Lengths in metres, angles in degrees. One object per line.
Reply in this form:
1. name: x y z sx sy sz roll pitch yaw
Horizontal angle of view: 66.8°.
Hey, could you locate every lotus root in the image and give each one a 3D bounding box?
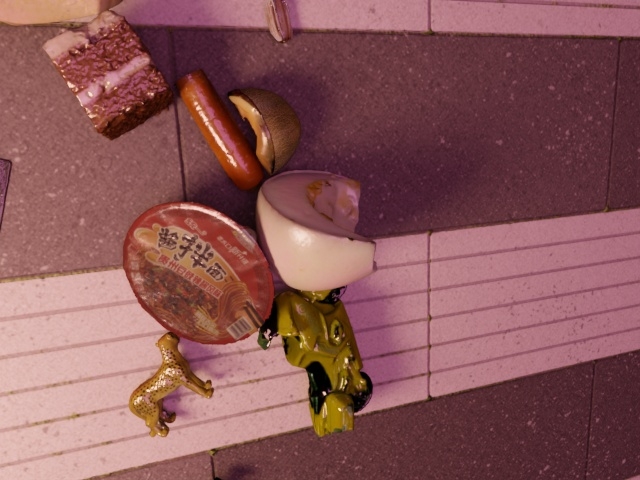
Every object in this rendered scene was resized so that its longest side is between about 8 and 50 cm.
1. lotus root: -0.074 -0.392 0.854 0.037 0.030 0.084 -30 115 -44

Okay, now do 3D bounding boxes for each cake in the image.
1. cake: -0.320 -0.253 0.749 0.135 0.134 0.147 -36 100 -9

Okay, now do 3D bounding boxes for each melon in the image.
1. melon: -0.080 -0.210 0.847 0.128 0.079 0.160 -33 97 -37

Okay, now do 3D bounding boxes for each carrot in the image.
1. carrot: -0.169 -0.183 0.844 0.067 0.067 0.225 -34 107 -10

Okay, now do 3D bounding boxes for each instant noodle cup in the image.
1. instant noodle cup: -0.195 0.046 0.839 0.273 0.091 0.274 5 115 12

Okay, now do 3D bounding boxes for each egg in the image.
1. egg: -0.019 -0.005 0.849 0.206 0.271 0.162 6 118 -16

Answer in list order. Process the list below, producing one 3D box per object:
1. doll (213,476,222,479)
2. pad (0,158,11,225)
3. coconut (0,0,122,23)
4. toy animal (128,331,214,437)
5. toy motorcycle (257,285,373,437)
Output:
1. doll: -0.269 0.576 0.949 0.248 0.088 0.127 -36 109 -13
2. pad: -0.584 -0.038 0.765 0.142 0.003 0.212 11 97 -20
3. coconut: -0.390 -0.439 0.603 0.352 0.352 0.353 -4 102 -18
4. toy animal: -0.295 0.274 0.898 0.181 0.073 0.136 -43 103 6
5. toy motorcycle: -0.008 0.217 0.938 0.205 0.142 0.343 -18 104 -13
